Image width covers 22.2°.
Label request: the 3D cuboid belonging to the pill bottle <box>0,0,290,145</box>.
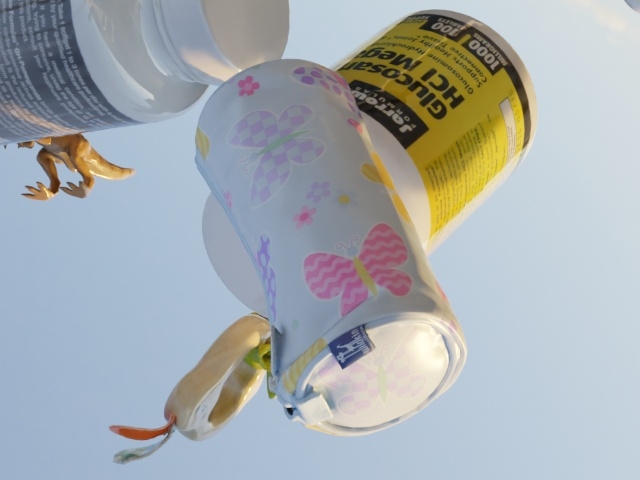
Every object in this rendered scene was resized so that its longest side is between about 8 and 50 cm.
[{"bbox_3d":[-0.193,-0.178,1.353,0.176,0.318,0.176,14,-107,-57],"label":"pill bottle"}]

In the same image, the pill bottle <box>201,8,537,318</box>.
[{"bbox_3d":[0.045,-0.066,1.442,0.188,0.188,0.334,44,-138,4],"label":"pill bottle"}]

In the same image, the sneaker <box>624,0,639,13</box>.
[{"bbox_3d":[0.293,-0.217,0.972,0.151,0.256,0.094,38,-143,-67],"label":"sneaker"}]

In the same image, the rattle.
[{"bbox_3d":[-0.070,0.159,1.407,0.143,0.130,0.200,45,-146,5],"label":"rattle"}]

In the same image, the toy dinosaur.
[{"bbox_3d":[-0.243,-0.085,1.609,0.211,0.064,0.112,37,-136,-38],"label":"toy dinosaur"}]

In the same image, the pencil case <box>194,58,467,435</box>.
[{"bbox_3d":[0.000,0.000,1.089,0.113,0.124,0.273,44,-161,-46],"label":"pencil case"}]
